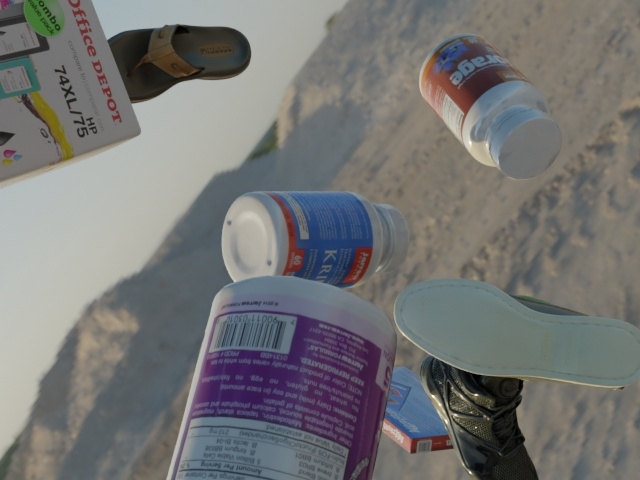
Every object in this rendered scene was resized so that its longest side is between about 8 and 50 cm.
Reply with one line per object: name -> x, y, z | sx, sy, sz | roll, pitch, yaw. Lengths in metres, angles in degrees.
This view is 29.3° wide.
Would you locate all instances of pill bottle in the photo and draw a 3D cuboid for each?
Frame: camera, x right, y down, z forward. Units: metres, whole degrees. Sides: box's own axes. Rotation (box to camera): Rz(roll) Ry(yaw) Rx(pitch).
pill bottle -> 0.000, 0.000, 1.513 | 0.221, 0.124, 0.124 | -3, -31, -39
pill bottle -> -0.041, 0.195, 1.013 | 0.169, 0.169, 0.301 | 138, 149, -61
pill bottle -> 0.225, -0.174, 1.606 | 0.121, 0.121, 0.216 | -51, 39, 16

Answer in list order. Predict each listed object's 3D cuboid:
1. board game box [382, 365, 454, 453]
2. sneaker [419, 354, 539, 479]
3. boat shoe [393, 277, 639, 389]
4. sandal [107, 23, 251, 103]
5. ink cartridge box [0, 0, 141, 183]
board game box -> 0.133, 0.255, 1.874 | 0.281, 0.145, 0.027 | -150, 62, -62
sneaker -> 0.227, 0.234, 1.578 | 0.087, 0.227, 0.130 | -26, -4, -33
boat shoe -> 0.238, 0.118, 1.486 | 0.091, 0.305, 0.109 | 66, -144, -82
sandal -> -0.171, -0.222, 1.475 | 0.219, 0.090, 0.060 | -12, -8, -32
ink cartridge box -> -0.381, -0.152, 1.341 | 0.197, 0.198, 0.270 | -15, 8, 44
